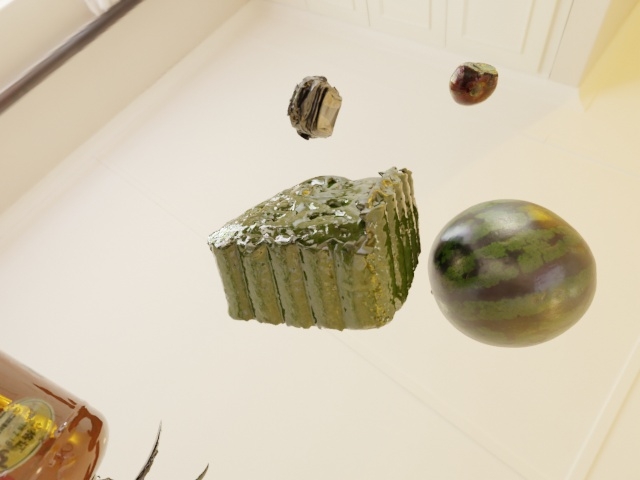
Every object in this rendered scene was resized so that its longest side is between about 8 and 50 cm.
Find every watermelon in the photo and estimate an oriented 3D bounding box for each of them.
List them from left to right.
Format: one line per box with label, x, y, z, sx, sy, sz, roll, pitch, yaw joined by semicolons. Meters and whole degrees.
watermelon;0.349;0.064;0.770;0.286;0.285;0.284;-6;-120;11

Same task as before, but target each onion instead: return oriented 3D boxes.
onion;0.389;-0.398;1.037;0.117;0.118;0.118;18;-115;2

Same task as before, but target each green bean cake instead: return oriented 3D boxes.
green bean cake;0.000;0.000;0.724;0.320;0.217;0.335;-2;-161;24

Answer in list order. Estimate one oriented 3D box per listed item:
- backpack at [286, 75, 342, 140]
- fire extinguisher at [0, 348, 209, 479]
backpack;-0.029;-0.425;1.290;0.133;0.258;0.206;16;-78;13
fire extinguisher;-0.283;0.141;0.265;0.376;0.113;0.200;40;-95;-14
